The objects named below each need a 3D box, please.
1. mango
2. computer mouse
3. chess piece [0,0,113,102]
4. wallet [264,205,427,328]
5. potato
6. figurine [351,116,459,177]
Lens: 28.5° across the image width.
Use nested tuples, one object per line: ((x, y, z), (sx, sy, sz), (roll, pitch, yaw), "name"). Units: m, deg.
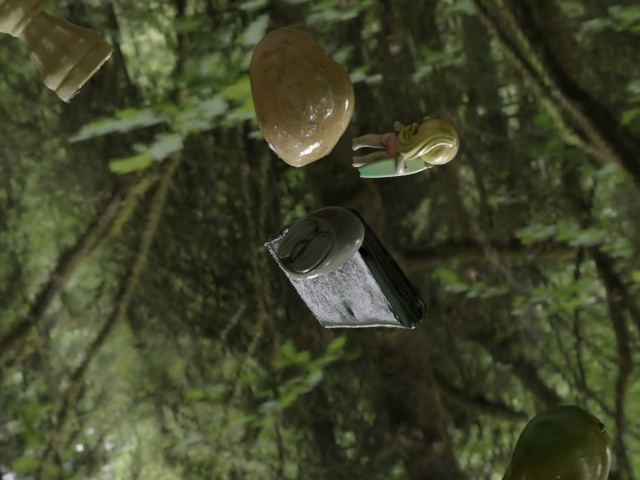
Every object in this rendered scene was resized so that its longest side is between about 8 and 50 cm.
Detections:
((0.303, 0.297, 1.618), (0.122, 0.191, 0.085), (22, -153, 7), "mango")
((0.000, -0.002, 1.271), (0.096, 0.039, 0.066), (-32, -125, -28), "computer mouse")
((-0.250, -0.184, 1.115), (0.066, 0.122, 0.066), (-47, -168, 13), "chess piece")
((0.024, 0.041, 1.626), (0.045, 0.172, 0.318), (-37, -173, -18), "wallet")
((-0.021, -0.152, 1.321), (0.112, 0.147, 0.112), (-17, -159, 7), "potato")
((0.116, -0.131, 1.767), (0.187, 0.083, 0.083), (-2, -164, 37), "figurine")
